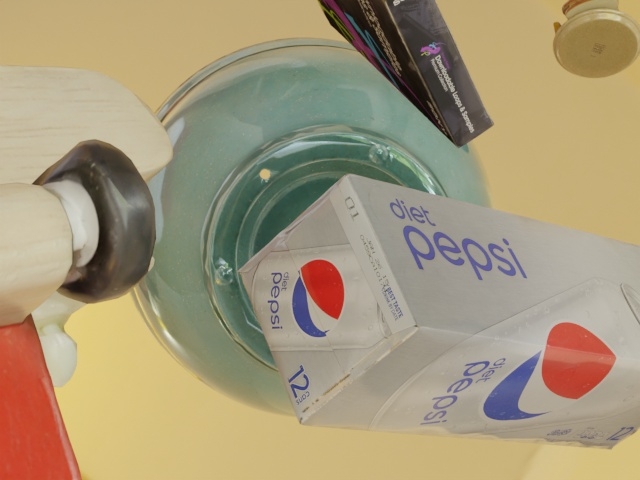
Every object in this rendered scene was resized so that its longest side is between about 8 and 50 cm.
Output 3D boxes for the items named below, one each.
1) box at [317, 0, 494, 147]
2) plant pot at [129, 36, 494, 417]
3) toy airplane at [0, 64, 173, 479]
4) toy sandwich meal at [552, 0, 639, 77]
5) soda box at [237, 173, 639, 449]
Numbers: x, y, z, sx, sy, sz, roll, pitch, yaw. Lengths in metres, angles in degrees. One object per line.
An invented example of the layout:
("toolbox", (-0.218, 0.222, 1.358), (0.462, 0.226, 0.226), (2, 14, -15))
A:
("box", (0.029, -0.132, 0.982), (0.029, 0.116, 0.162), (-36, -139, -5))
("plant pot", (0.000, 0.000, 1.286), (0.293, 0.293, 0.196), (-50, -170, 1))
("toy airplane", (-0.258, -0.010, 0.725), (0.384, 0.386, 0.272), (-88, -160, -57))
("toy sandwich meal", (0.235, -0.175, 1.514), (0.085, 0.085, 0.029), (-41, -147, 35))
("soda box", (0.095, 0.047, 0.972), (0.091, 0.286, 0.098), (-41, -123, 29))
